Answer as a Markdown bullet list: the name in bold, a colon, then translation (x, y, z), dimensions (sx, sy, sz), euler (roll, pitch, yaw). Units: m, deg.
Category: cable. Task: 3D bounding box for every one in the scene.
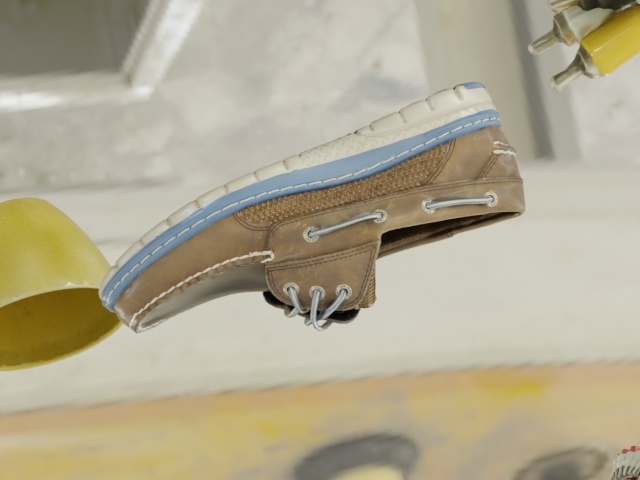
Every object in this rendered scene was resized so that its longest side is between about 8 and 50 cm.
- **cable**: translation (0.274, -0.214, 1.363), dimensions (0.287, 0.139, 0.072), euler (-19, 158, 8)

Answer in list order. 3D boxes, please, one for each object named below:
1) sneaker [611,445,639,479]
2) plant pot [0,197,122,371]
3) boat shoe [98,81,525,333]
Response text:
- **sneaker**: translation (0.198, 0.165, 1.078), dimensions (0.088, 0.092, 0.225), euler (16, 166, 12)
- **plant pot**: translation (-0.219, 0.025, 1.421), dimensions (0.134, 0.095, 0.134), euler (-17, 157, -7)
- **boat shoe**: translation (0.000, 0.000, 0.785), dimensions (0.183, 0.066, 0.066), euler (-26, 169, -4)
